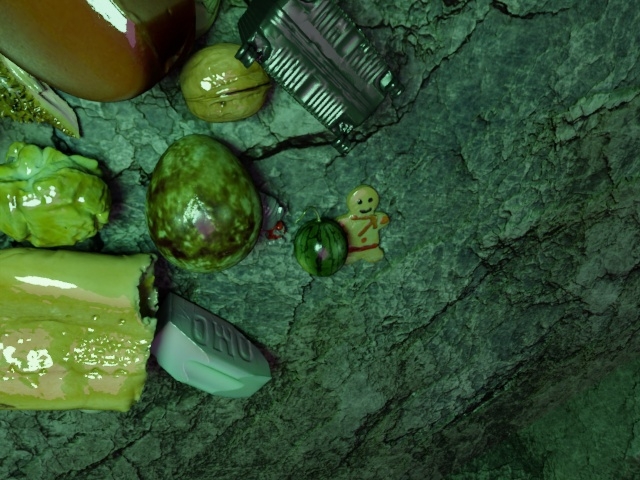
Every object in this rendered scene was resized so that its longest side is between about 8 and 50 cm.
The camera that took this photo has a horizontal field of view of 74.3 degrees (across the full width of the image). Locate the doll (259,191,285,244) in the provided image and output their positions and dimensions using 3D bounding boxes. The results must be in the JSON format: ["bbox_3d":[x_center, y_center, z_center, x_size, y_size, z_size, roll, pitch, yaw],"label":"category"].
[{"bbox_3d":[-0.129,-0.053,1.024,0.094,0.079,0.180,-2,137,12],"label":"doll"}]

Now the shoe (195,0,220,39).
[{"bbox_3d":[-0.230,-0.489,0.725,0.140,0.128,0.262,25,108,-12],"label":"shoe"}]

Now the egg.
[{"bbox_3d":[-0.241,-0.073,0.879,0.239,0.238,0.289,-7,112,-12],"label":"egg"}]

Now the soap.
[{"bbox_3d":[-0.285,0.289,1.098,0.109,0.192,0.324,-44,121,11],"label":"soap"}]

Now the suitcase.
[{"bbox_3d":[-0.023,-0.329,0.738,0.152,0.335,0.230,-44,122,15],"label":"suitcase"}]

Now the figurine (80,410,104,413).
[{"bbox_3d":[-0.653,0.365,1.078,0.236,0.127,0.155,12,133,-19],"label":"figurine"}]

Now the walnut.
[{"bbox_3d":[-0.184,-0.303,0.817,0.180,0.144,0.144,-5,121,2],"label":"walnut"}]

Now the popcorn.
[{"bbox_3d":[-0.531,-0.079,0.828,0.221,0.183,0.204,4,148,-21],"label":"popcorn"}]

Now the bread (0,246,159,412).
[{"bbox_3d":[-0.564,0.167,0.915,0.395,0.250,0.360,9,102,-20],"label":"bread"}]

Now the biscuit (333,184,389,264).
[{"bbox_3d":[0.109,-0.036,1.125,0.153,0.030,0.234,-6,121,-15],"label":"biscuit"}]

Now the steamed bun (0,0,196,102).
[{"bbox_3d":[-0.393,-0.386,0.633,0.248,0.234,0.379,-24,120,34],"label":"steamed bun"}]

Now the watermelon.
[{"bbox_3d":[0.000,0.000,1.048,0.141,0.140,0.187,-12,119,-10],"label":"watermelon"}]

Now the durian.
[{"bbox_3d":[-0.547,-0.262,0.774,0.140,0.078,0.224,-42,119,10],"label":"durian"}]
